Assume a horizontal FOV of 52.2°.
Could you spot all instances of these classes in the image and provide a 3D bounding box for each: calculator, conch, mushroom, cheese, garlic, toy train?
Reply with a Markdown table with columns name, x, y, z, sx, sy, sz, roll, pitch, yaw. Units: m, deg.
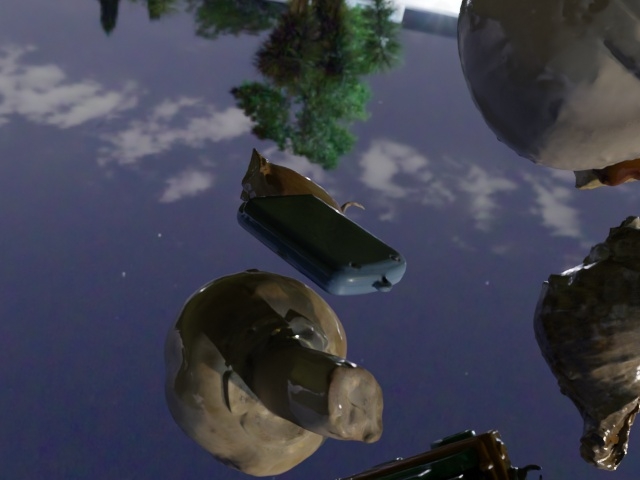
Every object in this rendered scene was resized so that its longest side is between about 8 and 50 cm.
| name | x | y | z | sx | sy | sz | roll | pitch | yaw |
| --- | --- | --- | --- | --- | --- | --- | --- | --- | --- |
| calculator | 0.000 | 0.000 | 0.718 | 0.121 | 0.039 | 0.210 | -10 | -145 | -45 |
| conch | 0.338 | 0.112 | 0.795 | 0.158 | 0.291 | 0.210 | 21 | -171 | 24 |
| mushroom | -0.052 | 0.192 | 0.943 | 0.314 | 0.315 | 0.336 | -18 | -169 | -40 |
| cheese | 0.185 | -0.143 | 0.431 | 0.198 | 0.189 | 0.154 | 65 | -170 | 11 |
| garlic | -0.011 | -0.035 | 1.112 | 0.128 | 0.149 | 0.266 | 13 | 171 | 44 |
| toy train | 0.143 | 0.437 | 1.046 | 0.249 | 0.429 | 0.178 | 6 | -120 | -55 |

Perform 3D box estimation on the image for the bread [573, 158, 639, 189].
| name | x | y | z | sx | sy | sz | roll | pitch | yaw |
| --- | --- | --- | --- | --- | --- | --- | --- | --- | --- |
| bread | 0.511 | -0.254 | 0.924 | 0.332 | 0.324 | 0.143 | -11 | -178 | 2 |
